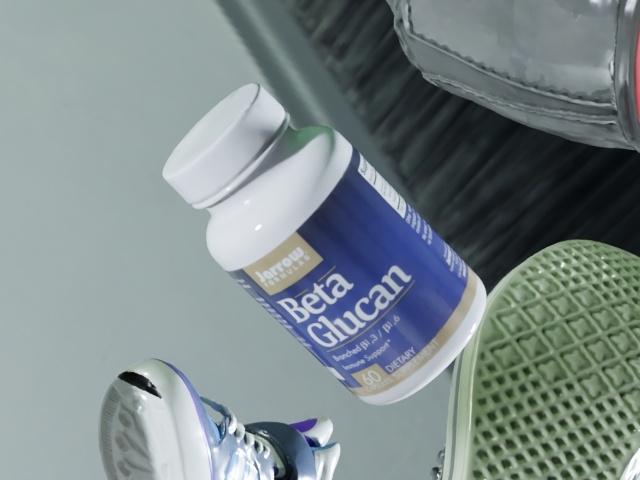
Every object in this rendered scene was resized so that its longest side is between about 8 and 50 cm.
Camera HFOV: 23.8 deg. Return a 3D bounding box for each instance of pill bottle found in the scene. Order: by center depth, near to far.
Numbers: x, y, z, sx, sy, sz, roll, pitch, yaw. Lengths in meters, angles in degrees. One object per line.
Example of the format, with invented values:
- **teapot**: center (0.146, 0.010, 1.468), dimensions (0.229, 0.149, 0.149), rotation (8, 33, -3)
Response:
- **pill bottle**: center (0.000, 0.000, 0.800), dimensions (0.169, 0.094, 0.094), rotation (45, 43, -17)

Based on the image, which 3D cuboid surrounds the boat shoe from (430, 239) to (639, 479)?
- **boat shoe**: center (0.169, 0.194, 1.192), dimensions (0.187, 0.156, 0.500), rotation (20, 49, 4)

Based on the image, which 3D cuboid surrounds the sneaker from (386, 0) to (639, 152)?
- **sneaker**: center (0.098, -0.133, 0.389), dimensions (0.135, 0.097, 0.276), rotation (10, 60, 29)

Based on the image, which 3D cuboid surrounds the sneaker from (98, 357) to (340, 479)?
- **sneaker**: center (-0.086, 0.204, 1.516), dimensions (0.130, 0.323, 0.236), rotation (21, 42, 36)
